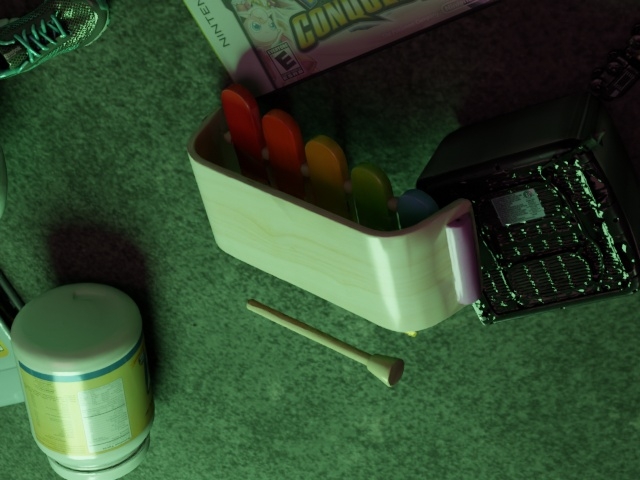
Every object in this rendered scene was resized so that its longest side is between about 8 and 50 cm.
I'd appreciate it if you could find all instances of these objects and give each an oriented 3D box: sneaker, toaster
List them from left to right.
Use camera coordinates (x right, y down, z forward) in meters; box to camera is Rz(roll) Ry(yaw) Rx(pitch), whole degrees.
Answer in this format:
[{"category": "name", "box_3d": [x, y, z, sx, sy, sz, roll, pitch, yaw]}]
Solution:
[{"category": "sneaker", "box_3d": [-0.274, -0.192, 1.146, 0.166, 0.076, 0.065, -21, 116, 31]}, {"category": "toaster", "box_3d": [0.201, -0.029, 1.065, 0.185, 0.110, 0.168, -15, 118, 29]}]

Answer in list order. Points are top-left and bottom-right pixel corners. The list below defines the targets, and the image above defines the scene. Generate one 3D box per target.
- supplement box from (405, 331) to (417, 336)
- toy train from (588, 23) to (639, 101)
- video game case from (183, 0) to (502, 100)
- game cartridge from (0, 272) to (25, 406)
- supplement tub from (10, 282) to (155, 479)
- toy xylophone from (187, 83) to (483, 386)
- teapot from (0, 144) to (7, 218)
[{"category": "supplement box", "box_3d": [0.095, 0.046, 1.194, 0.043, 0.055, 0.083, 23, 130, 1]}, {"category": "toy train", "box_3d": [0.282, -0.172, 0.984, 0.036, 0.027, 0.158, 32, 129, -8]}, {"category": "video game case", "box_3d": [-0.015, -0.267, 1.021, 0.274, 0.035, 0.248, -18, 116, 30]}, {"category": "game cartridge", "box_3d": [-0.456, 0.085, 1.431, 0.198, 0.062, 0.297, -17, 117, 25]}, {"category": "supplement tub", "box_3d": [-0.266, 0.164, 1.357, 0.144, 0.144, 0.200, 9, 127, 14]}, {"category": "toy xylophone", "box_3d": [0.000, 0.000, 1.104, 0.322, 0.081, 0.236, 29, 146, 28]}, {"category": "teapot", "box_3d": [-0.441, -0.098, 1.203, 0.256, 0.187, 0.252, -13, 162, 10]}]
